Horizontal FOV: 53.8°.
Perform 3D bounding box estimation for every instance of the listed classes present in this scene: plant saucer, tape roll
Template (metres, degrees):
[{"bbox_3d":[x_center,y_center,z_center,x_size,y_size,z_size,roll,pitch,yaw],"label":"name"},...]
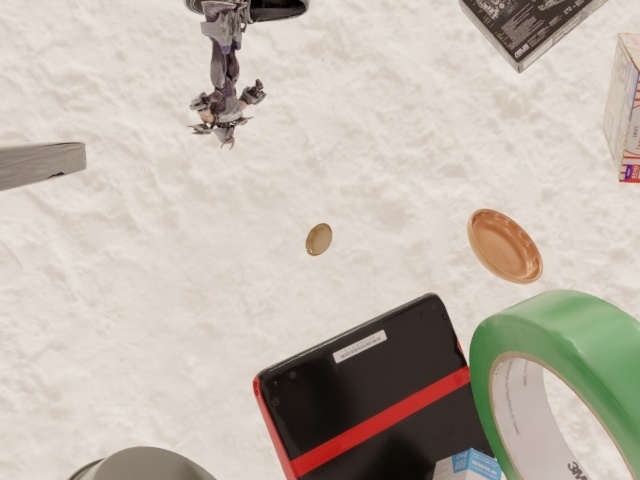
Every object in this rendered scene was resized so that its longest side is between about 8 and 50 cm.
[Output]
[{"bbox_3d":[0.000,0.000,1.458,0.015,0.083,0.083,28,69,-41],"label":"plant saucer"},{"bbox_3d":[0.399,0.017,1.384,0.200,0.037,0.200,20,45,-21],"label":"plant saucer"},{"bbox_3d":[0.276,0.211,0.652,0.077,0.321,0.321,-20,80,-14],"label":"tape roll"}]

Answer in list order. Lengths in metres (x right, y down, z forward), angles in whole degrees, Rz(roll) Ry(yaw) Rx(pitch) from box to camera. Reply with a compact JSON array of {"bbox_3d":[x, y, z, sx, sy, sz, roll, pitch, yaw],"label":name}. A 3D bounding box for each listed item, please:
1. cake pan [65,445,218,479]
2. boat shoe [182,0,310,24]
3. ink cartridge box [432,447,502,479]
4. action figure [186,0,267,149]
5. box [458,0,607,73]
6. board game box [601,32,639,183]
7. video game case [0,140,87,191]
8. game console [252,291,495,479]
[{"bbox_3d":[-0.192,0.376,0.792,0.293,0.293,0.054,41,103,3],"label":"cake pan"},{"bbox_3d":[-0.170,-0.541,1.432,0.301,0.108,0.102,1,54,3],"label":"boat shoe"},{"bbox_3d":[0.207,0.418,0.945,0.062,0.104,0.181,28,52,-8],"label":"ink cartridge box"},{"bbox_3d":[-0.185,-0.313,1.225,0.099,0.185,0.285,12,116,22],"label":"action figure"},{"bbox_3d":[0.327,-0.373,0.960,0.180,0.077,0.147,-41,79,16],"label":"box"},{"bbox_3d":[0.422,-0.184,0.850,0.045,0.146,0.193,4,32,14],"label":"board game box"},{"bbox_3d":[-0.352,-0.057,0.492,0.248,0.275,0.035,-1,101,-2],"label":"video game case"},{"bbox_3d":[0.109,0.311,1.087,0.387,0.060,0.342,-22,89,-24],"label":"game console"}]
